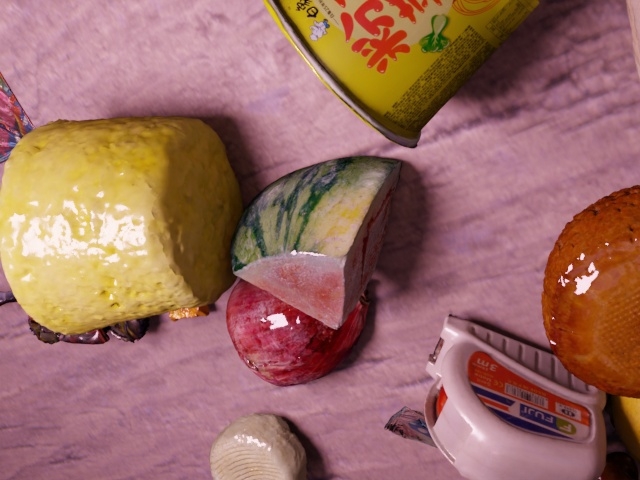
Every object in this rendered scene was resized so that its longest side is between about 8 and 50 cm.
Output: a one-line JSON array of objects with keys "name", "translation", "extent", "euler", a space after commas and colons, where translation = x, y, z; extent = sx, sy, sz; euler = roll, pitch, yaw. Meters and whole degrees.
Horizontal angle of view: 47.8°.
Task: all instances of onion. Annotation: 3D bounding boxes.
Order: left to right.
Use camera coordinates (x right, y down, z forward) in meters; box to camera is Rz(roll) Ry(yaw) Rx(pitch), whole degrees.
[{"name": "onion", "translation": [-0.041, 0.145, 1.224], "extent": [0.283, 0.120, 0.227], "euler": [-30, 104, 32]}]

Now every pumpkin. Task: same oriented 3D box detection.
[{"name": "pumpkin", "translation": [-0.244, 0.106, 1.335], "extent": [0.074, 0.054, 0.083], "euler": [-7, 89, 23]}]

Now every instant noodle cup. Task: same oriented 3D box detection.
[{"name": "instant noodle cup", "translation": [0.099, -0.299, 0.865], "extent": [0.221, 0.311, 0.311], "euler": [-39, 94, 23]}]

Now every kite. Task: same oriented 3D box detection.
[{"name": "kite", "translation": [-0.622, -0.233, 1.366], "extent": [0.234, 0.016, 0.321], "euler": [24, 121, 13]}, {"name": "kite", "translation": [0.221, 0.339, 1.182], "extent": [0.335, 0.011, 0.314], "euler": [3, 147, 49]}]

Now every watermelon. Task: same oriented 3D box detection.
[{"name": "watermelon", "translation": [0.000, 0.000, 1.116], "extent": [0.261, 0.213, 0.201], "euler": [-5, 128, 32]}]

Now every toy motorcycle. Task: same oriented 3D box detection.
[{"name": "toy motorcycle", "translation": [-0.527, 0.112, 1.418], "extent": [0.400, 0.134, 0.207], "euler": [-5, 111, 25]}]

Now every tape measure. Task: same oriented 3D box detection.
[{"name": "tape measure", "translation": [0.277, 0.249, 1.060], "extent": [0.258, 0.265, 0.130], "euler": [21, 124, 5]}]

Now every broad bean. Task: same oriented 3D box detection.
[{"name": "broad bean", "translation": [0.425, 0.391, 1.149], "extent": [0.165, 0.084, 0.114], "euler": [-22, 102, 41]}]

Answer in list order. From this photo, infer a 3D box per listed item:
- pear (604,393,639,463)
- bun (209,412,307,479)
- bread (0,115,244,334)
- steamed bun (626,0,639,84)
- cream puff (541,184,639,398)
[{"name": "pear", "translation": [0.539, 0.293, 1.001], "extent": [0.266, 0.178, 0.267], "euler": [7, 113, 18]}, {"name": "bun", "translation": [-0.115, 0.420, 1.387], "extent": [0.195, 0.118, 0.195], "euler": [7, 111, 18]}, {"name": "bread", "translation": [-0.299, -0.026, 1.134], "extent": [0.307, 0.348, 0.348], "euler": [-2, 113, 19]}, {"name": "steamed bun", "translation": [0.505, -0.265, 0.712], "extent": [0.383, 0.236, 0.247], "euler": [-11, 110, 29]}, {"name": "cream puff", "translation": [0.433, 0.054, 0.915], "extent": [0.303, 0.212, 0.303], "euler": [6, 118, 10]}]
